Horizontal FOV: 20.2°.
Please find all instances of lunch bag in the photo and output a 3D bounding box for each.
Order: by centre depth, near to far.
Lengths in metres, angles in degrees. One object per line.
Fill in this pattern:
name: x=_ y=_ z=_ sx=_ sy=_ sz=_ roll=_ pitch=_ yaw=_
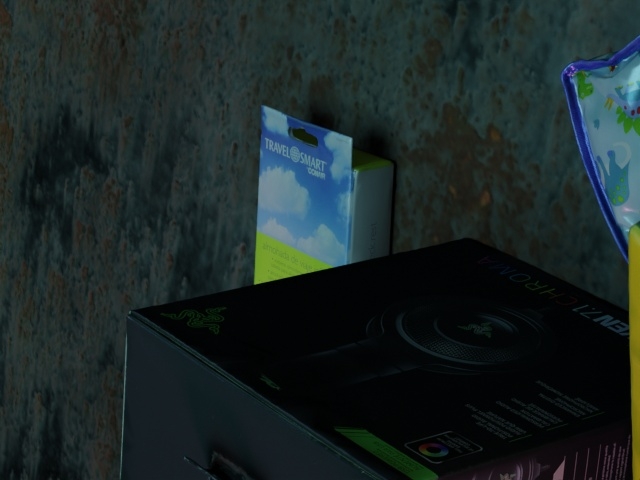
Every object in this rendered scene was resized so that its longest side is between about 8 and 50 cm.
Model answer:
lunch bag: x=0.208 y=-0.034 z=0.905 sx=0.096 sy=0.129 sz=0.151 roll=-20 pitch=82 yaw=54

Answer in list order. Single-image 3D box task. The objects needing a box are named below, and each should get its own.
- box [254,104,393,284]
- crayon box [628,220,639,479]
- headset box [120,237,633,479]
box: x=0.000 y=0.000 z=1.262 sx=0.109 sy=0.042 sz=0.178 roll=23 pitch=117 yaw=47
crayon box: x=0.283 y=0.169 z=0.768 sx=0.363 sy=0.106 sz=0.313 roll=49 pitch=164 yaw=33
headset box: x=0.051 y=0.117 z=1.026 sx=0.246 sy=0.283 sz=0.131 roll=29 pitch=122 yaw=47
